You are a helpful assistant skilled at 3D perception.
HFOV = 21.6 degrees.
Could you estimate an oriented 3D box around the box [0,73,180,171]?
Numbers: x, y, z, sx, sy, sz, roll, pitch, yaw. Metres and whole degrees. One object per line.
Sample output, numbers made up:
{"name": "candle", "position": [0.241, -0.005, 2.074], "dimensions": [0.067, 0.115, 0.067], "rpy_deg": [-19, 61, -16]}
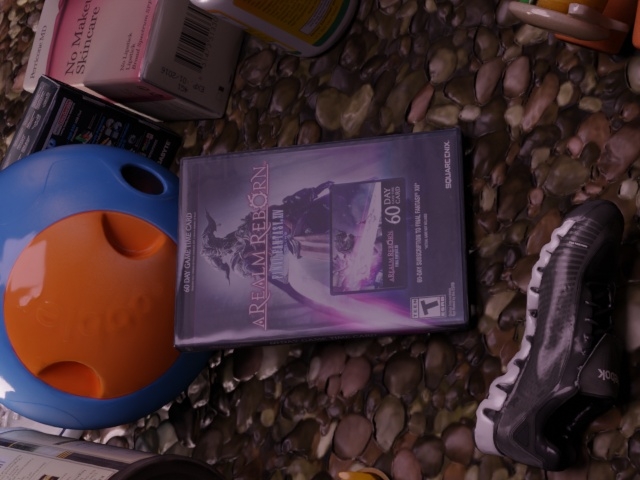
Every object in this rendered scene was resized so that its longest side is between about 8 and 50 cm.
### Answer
{"name": "box", "position": [-0.274, -0.051, 1.859], "dimensions": [0.051, 0.175, 0.220], "rpy_deg": [29, 96, 49]}

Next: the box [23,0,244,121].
{"name": "box", "position": [-0.210, -0.223, 1.902], "dimensions": [0.232, 0.127, 0.148], "rpy_deg": [1, 75, 47]}

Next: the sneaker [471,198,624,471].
{"name": "sneaker", "position": [0.210, 0.085, 1.360], "dimensions": [0.106, 0.078, 0.234], "rpy_deg": [28, 98, 46]}

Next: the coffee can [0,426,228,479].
{"name": "coffee can", "position": [-0.231, 0.295, 1.642], "dimensions": [0.275, 0.202, 0.201], "rpy_deg": [2, 75, 48]}

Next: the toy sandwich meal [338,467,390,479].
{"name": "toy sandwich meal", "position": [0.032, 0.241, 1.513], "dimensions": [0.086, 0.029, 0.085], "rpy_deg": [-21, 59, 40]}

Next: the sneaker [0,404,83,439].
{"name": "sneaker", "position": [-0.344, 0.211, 1.882], "dimensions": [0.258, 0.091, 0.094], "rpy_deg": [-45, 46, 25]}

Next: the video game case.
{"name": "video game case", "position": [0.000, 0.000, 1.554], "dimensions": [0.274, 0.026, 0.196], "rpy_deg": [-5, 66, 11]}

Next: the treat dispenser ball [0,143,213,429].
{"name": "treat dispenser ball", "position": [-0.236, 0.046, 1.689], "dimensions": [0.288, 0.288, 0.288], "rpy_deg": [-21, 59, 40]}

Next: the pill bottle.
{"name": "pill bottle", "position": [-0.069, -0.276, 1.711], "dimensions": [0.118, 0.208, 0.117], "rpy_deg": [-22, 58, 40]}

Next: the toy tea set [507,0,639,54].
{"name": "toy tea set", "position": [0.274, -0.205, 1.327], "dimensions": [0.336, 0.200, 0.124], "rpy_deg": [26, 101, 54]}
